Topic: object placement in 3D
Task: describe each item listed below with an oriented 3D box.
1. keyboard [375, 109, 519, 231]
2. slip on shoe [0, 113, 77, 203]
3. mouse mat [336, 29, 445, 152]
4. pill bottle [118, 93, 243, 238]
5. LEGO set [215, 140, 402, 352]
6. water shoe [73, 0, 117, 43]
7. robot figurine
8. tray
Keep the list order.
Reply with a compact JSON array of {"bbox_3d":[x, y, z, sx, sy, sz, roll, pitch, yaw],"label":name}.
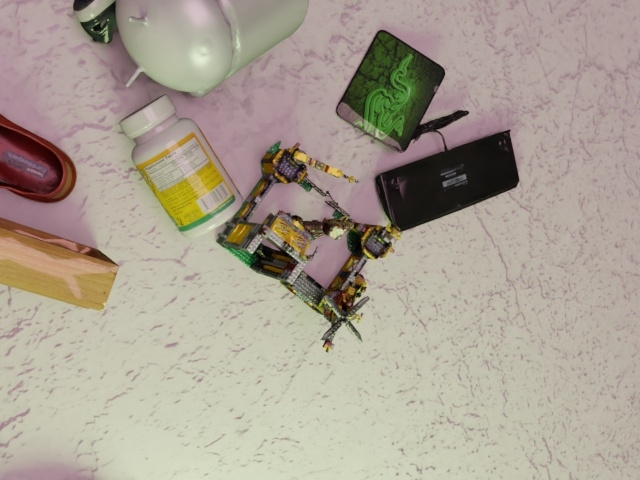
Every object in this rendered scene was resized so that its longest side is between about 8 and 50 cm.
[{"bbox_3d":[0.243,-0.154,1.402,0.317,0.033,0.201,-20,103,-23],"label":"keyboard"},{"bbox_3d":[-0.501,-0.146,1.017,0.331,0.101,0.123,26,85,-23],"label":"slip on shoe"},{"bbox_3d":[0.131,-0.275,1.334,0.152,0.007,0.190,29,82,-10],"label":"mouse mat"},{"bbox_3d":[-0.221,-0.117,1.139,0.117,0.117,0.208,-37,109,-18],"label":"pill bottle"},{"bbox_3d":[0.000,0.000,1.210,0.255,0.192,0.331,-47,111,-14],"label":"LEGO set"},{"bbox_3d":[-0.289,-0.385,1.126,0.203,0.073,0.080,-41,137,-18],"label":"water shoe"},{"bbox_3d":[-0.157,-0.353,1.080,0.353,0.200,0.300,-44,155,-34],"label":"robot figurine"},{"bbox_3d":[-0.495,-0.009,0.972,0.411,0.203,0.076,22,86,-25],"label":"tray"}]
